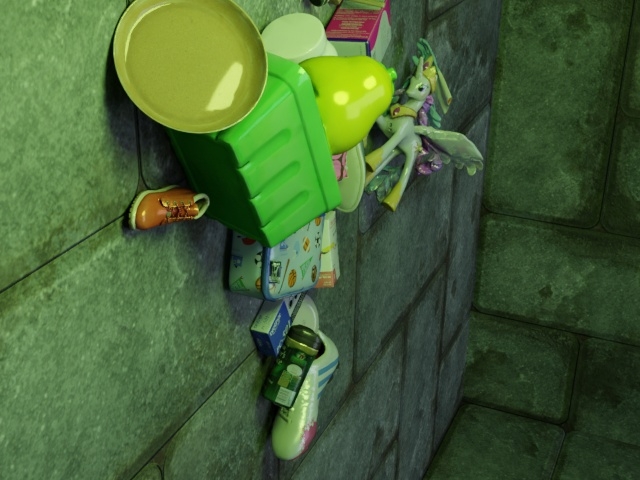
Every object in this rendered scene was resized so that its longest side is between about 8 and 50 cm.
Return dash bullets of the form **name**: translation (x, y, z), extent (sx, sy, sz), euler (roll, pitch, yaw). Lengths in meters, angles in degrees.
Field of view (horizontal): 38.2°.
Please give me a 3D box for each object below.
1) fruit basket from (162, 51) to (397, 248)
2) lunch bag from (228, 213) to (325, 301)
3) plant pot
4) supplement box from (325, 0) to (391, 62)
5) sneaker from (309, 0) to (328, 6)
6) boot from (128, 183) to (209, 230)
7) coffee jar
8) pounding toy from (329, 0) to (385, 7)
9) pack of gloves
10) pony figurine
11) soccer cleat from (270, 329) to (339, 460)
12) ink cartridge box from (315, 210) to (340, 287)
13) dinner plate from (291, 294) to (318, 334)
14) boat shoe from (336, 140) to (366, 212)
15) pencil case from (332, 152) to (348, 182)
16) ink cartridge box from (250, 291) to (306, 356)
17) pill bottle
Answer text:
- **fruit basket**: translation (-0.059, -0.216, 1.624), extent (0.392, 0.283, 0.392), euler (-41, 144, -38)
- **lunch bag**: translation (-0.085, -0.006, 1.919), extent (0.303, 0.115, 0.243), euler (-9, 107, -69)
- **plant pot**: translation (-0.197, -0.272, 1.401), extent (0.032, 0.236, 0.236), euler (-25, -135, 67)
- **supplement box**: translation (0.084, -0.453, 2.080), extent (0.220, 0.114, 0.111), euler (-66, 156, -46)
- **sneaker**: translation (-0.037, -0.535, 1.850), extent (0.077, 0.072, 0.178), euler (-55, 143, -23)
- **boot**: translation (-0.247, -0.052, 1.514), extent (0.158, 0.085, 0.059), euler (-38, 137, -57)
- **coffee jar**: translation (-0.064, 0.282, 2.099), extent (0.184, 0.079, 0.096), euler (-65, -171, -1)
- **pounding toy**: translation (0.082, -0.584, 1.981), extent (0.181, 0.206, 0.094), euler (28, 69, -23)
- **pack of gloves**: translation (0.290, -0.433, 2.583), extent (0.195, 0.046, 0.232), euler (102, -27, -63)
- **pony figurine**: translation (0.236, -0.264, 2.453), extent (0.363, 0.303, 0.351), euler (-55, 143, -17)
- **soccer cleat**: translation (-0.055, 0.359, 2.213), extent (0.143, 0.116, 0.331), euler (61, 40, -40)
- **ink cartridge box**: translation (0.000, 0.000, 2.131), extent (0.115, 0.067, 0.198), euler (-57, 142, -75)
- **dinner plate**: translation (-0.045, 0.192, 2.180), extent (0.141, 0.017, 0.141), euler (5, 84, -50)
- **boat shoe**: translation (0.067, -0.223, 2.192), extent (0.099, 0.116, 0.319), euler (-42, 134, -52)
- **pencil case**: translation (0.031, -0.236, 2.086), extent (0.095, 0.098, 0.209), euler (-98, -164, -60)
- **ink cartridge box**: translation (-0.088, 0.148, 2.078), extent (0.097, 0.046, 0.207), euler (75, 33, -49)
- **pill bottle**: translation (-0.029, -0.313, 1.842), extent (0.264, 0.153, 0.153), euler (70, 37, -54)
